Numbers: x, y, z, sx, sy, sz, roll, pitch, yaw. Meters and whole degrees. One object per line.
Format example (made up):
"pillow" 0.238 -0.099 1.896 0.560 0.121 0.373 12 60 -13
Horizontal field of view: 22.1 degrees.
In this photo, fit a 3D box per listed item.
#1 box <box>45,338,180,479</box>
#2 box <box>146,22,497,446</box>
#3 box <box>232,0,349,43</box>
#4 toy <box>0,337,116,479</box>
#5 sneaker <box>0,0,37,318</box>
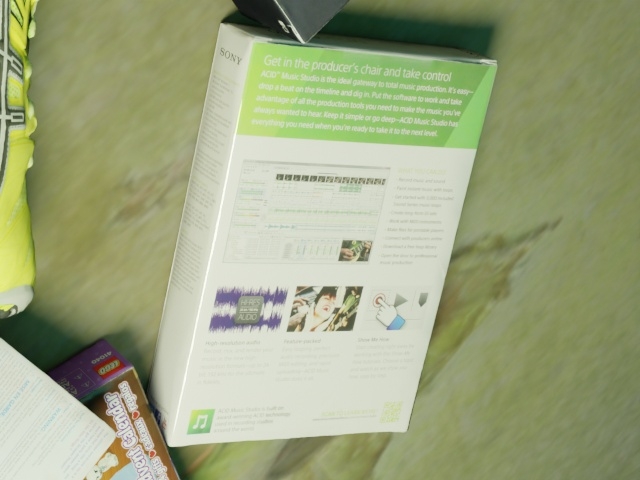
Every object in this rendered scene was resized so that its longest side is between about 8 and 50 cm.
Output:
"box" -0.191 0.246 1.244 0.201 0.057 0.293 -31 125 -19
"box" 0.000 0.000 1.270 0.232 0.058 0.322 2 111 -35
"box" -0.017 -0.249 1.120 0.158 0.093 0.156 -44 127 -10
"toy" -0.271 0.109 1.100 0.237 0.056 0.137 43 76 -21
"sneaker" -0.223 -0.121 1.004 0.147 0.145 0.385 -25 124 -24
